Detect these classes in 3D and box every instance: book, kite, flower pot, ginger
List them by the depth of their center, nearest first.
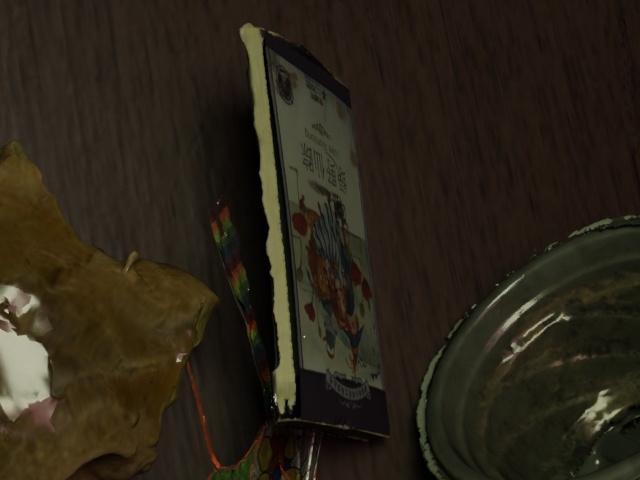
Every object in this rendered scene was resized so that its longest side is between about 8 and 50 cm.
[{"bbox_3d":[-0.199,0.041,0.817,0.270,0.123,0.219,31,64,-3],"label":"ginger"},{"bbox_3d":[-0.029,0.083,0.881,0.198,0.006,0.244,-46,132,-54],"label":"kite"},{"bbox_3d":[0.001,0.000,0.912,0.157,0.026,0.231,26,56,-67],"label":"book"},{"bbox_3d":[0.189,0.108,0.943,0.140,0.235,0.235,51,60,-32],"label":"flower pot"}]
